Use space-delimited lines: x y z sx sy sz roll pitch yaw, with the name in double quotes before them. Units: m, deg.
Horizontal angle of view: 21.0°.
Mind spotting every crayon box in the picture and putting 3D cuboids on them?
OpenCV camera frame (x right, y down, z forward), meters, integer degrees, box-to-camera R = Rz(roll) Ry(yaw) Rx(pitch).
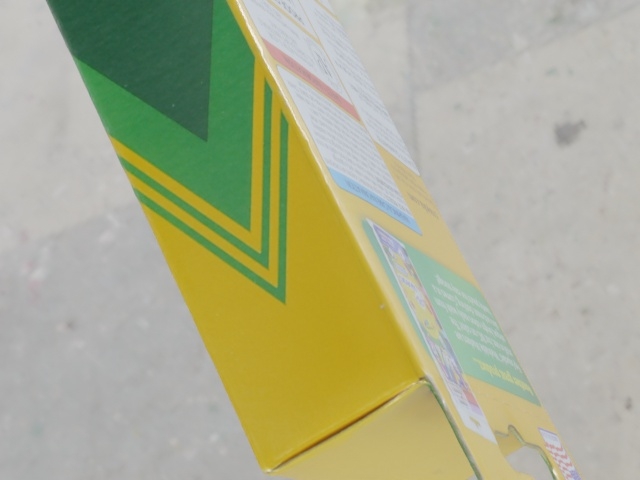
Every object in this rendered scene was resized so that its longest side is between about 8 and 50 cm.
"crayon box" 0.000 0.000 0.789 0.083 0.203 0.323 -32 69 13
